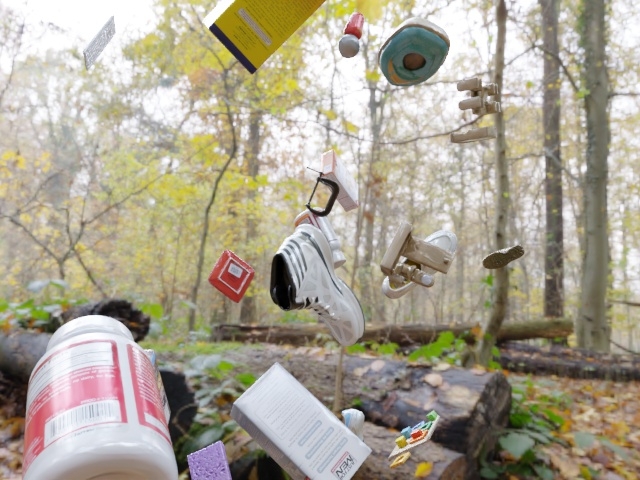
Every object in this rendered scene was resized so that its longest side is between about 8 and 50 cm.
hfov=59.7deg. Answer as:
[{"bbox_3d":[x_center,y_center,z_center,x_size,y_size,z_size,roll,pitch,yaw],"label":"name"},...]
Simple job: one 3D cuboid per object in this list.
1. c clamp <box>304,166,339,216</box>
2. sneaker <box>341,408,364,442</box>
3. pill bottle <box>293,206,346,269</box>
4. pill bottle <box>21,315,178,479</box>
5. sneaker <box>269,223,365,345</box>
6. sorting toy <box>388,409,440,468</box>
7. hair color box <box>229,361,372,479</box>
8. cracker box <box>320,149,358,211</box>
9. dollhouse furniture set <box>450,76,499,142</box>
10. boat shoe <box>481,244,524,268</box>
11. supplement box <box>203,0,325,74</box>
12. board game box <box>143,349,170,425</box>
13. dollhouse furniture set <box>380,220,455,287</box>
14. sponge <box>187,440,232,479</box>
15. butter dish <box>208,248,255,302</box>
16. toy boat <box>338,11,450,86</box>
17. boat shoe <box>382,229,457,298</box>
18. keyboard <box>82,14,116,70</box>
[{"bbox_3d":[-0.007,-0.167,1.970,0.137,0.160,0.022,15,14,-10],"label":"c clamp"},{"bbox_3d":[0.110,0.718,1.997,0.086,0.237,0.085,5,6,32],"label":"sneaker"},{"bbox_3d":[0.000,0.000,2.029,0.121,0.221,0.121,-25,-16,-8],"label":"pill bottle"},{"bbox_3d":[-0.402,0.314,1.003,0.229,0.229,0.407,9,21,-28],"label":"pill bottle"},{"bbox_3d":[-0.033,0.197,1.769,0.169,0.447,0.257,-10,23,42],"label":"sneaker"},{"bbox_3d":[0.337,0.714,2.040,0.196,0.047,0.348,-39,-9,23],"label":"sorting toy"},{"bbox_3d":[-0.060,0.552,1.600,0.374,0.185,0.113,40,-37,14],"label":"hair color box"},{"bbox_3d":[0.085,-0.257,2.413,0.067,0.155,0.232,-21,-48,23],"label":"cracker box"},{"bbox_3d":[0.627,-0.535,2.318,0.161,0.242,0.212,-4,3,39],"label":"dollhouse furniture set"},{"bbox_3d":[0.530,0.053,1.632,0.135,0.050,0.045,-17,-8,-11],"label":"boat shoe"},{"bbox_3d":[-0.172,-0.732,1.752,0.195,0.356,0.194,43,8,-30],"label":"supplement box"},{"bbox_3d":[-0.552,0.508,1.634,0.141,0.291,0.232,-3,34,-1],"label":"board game box"},{"bbox_3d":[0.225,0.043,1.265,0.123,0.144,0.151,23,-16,18],"label":"dollhouse furniture set"},{"bbox_3d":[-0.334,0.740,1.716,0.117,0.210,0.031,-22,-37,-3],"label":"sponge"},{"bbox_3d":[-0.359,0.142,2.138,0.160,0.160,0.118,41,-33,-23],"label":"butter dish"},{"bbox_3d":[0.210,-0.561,1.666,0.318,0.148,0.267,19,-22,-9],"label":"toy boat"},{"bbox_3d":[0.387,0.076,2.139,0.367,0.136,0.156,-36,-14,-8],"label":"boat shoe"},{"bbox_3d":[-0.747,-0.674,1.896,0.014,0.256,0.072,9,-41,2],"label":"keyboard"}]
